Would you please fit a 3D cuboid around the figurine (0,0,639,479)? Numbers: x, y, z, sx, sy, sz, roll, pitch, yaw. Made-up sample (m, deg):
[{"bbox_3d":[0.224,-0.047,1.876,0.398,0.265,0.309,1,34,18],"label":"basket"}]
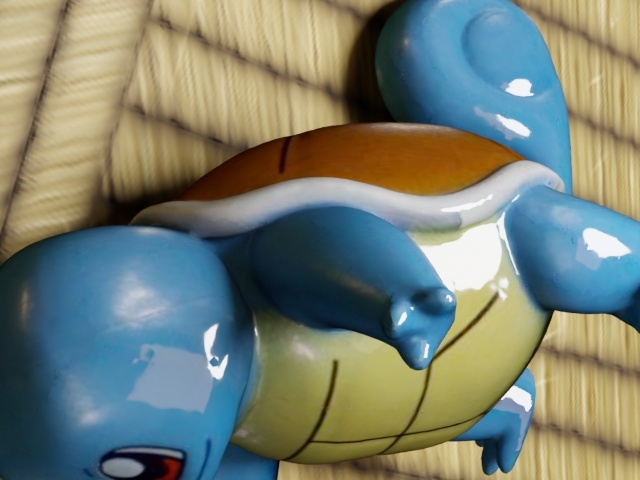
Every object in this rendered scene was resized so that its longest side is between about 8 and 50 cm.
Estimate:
[{"bbox_3d":[0.030,0.027,0.898,0.416,0.298,0.243,-37,87,-35],"label":"figurine"}]
